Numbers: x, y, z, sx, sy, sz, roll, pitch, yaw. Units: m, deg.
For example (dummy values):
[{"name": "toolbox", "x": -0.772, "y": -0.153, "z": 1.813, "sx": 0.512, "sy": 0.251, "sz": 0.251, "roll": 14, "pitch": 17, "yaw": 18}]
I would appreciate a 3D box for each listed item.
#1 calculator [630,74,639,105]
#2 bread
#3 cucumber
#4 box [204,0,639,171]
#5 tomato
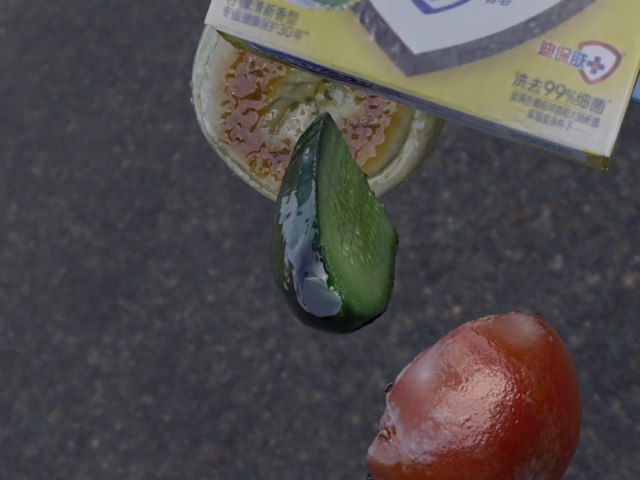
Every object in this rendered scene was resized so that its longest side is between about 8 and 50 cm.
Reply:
[{"name": "calculator", "x": 0.394, "y": -0.235, "z": 2.029, "sx": 0.039, "sy": 0.210, "sz": 0.121, "roll": -44, "pitch": -24, "yaw": -57}, {"name": "bread", "x": 0.008, "y": -0.180, "z": 1.770, "sx": 0.305, "sy": 0.305, "sz": 0.159, "roll": -29, "pitch": 9, "yaw": 28}, {"name": "cucumber", "x": 0.000, "y": 0.000, "z": 1.126, "sx": 0.063, "sy": 0.115, "sz": 0.244, "roll": -30, "pitch": 13, "yaw": 13}, {"name": "box", "x": 0.080, "y": -0.162, "z": 1.000, "sx": 0.097, "sy": 0.265, "sz": 0.168, "roll": -2, "pitch": -67, "yaw": -80}, {"name": "tomato", "x": 0.159, "y": 0.172, "z": 1.457, "sx": 0.228, "sy": 0.199, "sz": 0.112, "roll": -30, "pitch": 44, "yaw": -20}]
